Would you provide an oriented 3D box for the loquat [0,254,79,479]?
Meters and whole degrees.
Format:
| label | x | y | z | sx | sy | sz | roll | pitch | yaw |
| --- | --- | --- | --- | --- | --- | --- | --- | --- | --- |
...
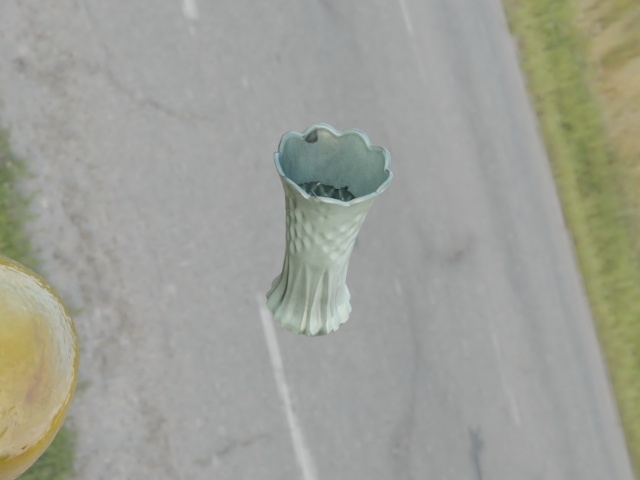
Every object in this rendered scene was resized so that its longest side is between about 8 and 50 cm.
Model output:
| label | x | y | z | sx | sy | sz | roll | pitch | yaw |
| --- | --- | --- | --- | --- | --- | --- | --- | --- | --- |
| loquat | -0.380 | 0.126 | 1.424 | 0.275 | 0.274 | 0.275 | -14 | 90 | -71 |

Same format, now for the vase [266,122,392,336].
| label | x | y | z | sx | sy | sz | roll | pitch | yaw |
| --- | --- | --- | --- | --- | --- | --- | --- | --- | --- |
| vase | 0.000 | 0.000 | 0.972 | 0.081 | 0.081 | 0.149 | -83 | -179 | -47 |
